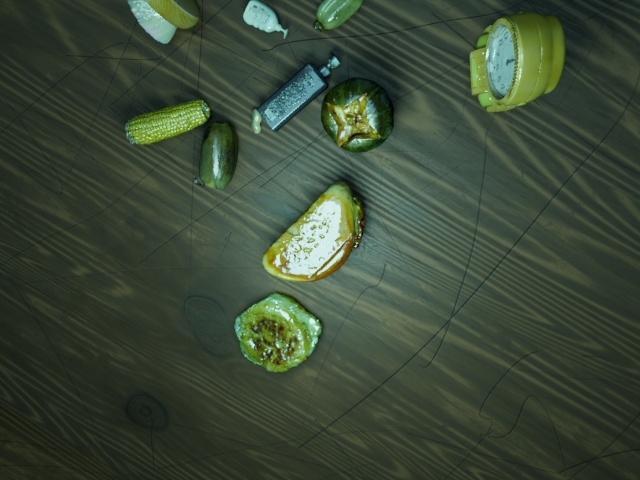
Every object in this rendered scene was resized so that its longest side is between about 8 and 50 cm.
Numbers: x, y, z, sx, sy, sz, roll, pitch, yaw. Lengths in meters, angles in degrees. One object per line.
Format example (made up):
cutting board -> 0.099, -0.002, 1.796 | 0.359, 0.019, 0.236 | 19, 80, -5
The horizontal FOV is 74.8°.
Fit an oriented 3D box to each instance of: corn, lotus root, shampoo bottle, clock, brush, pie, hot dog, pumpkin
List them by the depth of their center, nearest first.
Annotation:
clock -> 0.544, -0.493, 1.156 | 0.201, 0.317, 0.243 | -10, 101, 6
lotus root -> 0.049, -0.722, 1.308 | 0.183, 0.077, 0.090 | -39, 87, 13
brush -> -0.506, -0.733, 1.309 | 0.166, 0.266, 0.174 | -24, 108, 13
pumpkin -> 0.120, -0.399, 1.333 | 0.238, 0.159, 0.237 | 9, 126, 12
shampoo bottle -> -0.170, -0.716, 1.366 | 0.152, 0.045, 0.077 | 30, 105, 4
shampoo bottle -> -0.065, -0.496, 1.388 | 0.310, 0.071, 0.098 | -36, 94, 16
hot dog -> 0.000, -0.001, 1.440 | 0.223, 0.185, 0.405 | 45, 107, -1
lotus root -> -0.355, -0.295, 1.462 | 0.123, 0.124, 0.240 | 21, 110, 20
corn -> -0.540, -0.415, 1.477 | 0.318, 0.115, 0.115 | -12, 101, 11
pie -> -0.172, 0.360, 1.606 | 0.355, 0.103, 0.288 | -31, 91, 18

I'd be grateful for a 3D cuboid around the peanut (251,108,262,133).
peanut -> -0.223, -0.415, 1.457 | 0.037, 0.037, 0.083 | 7, 111, 8
